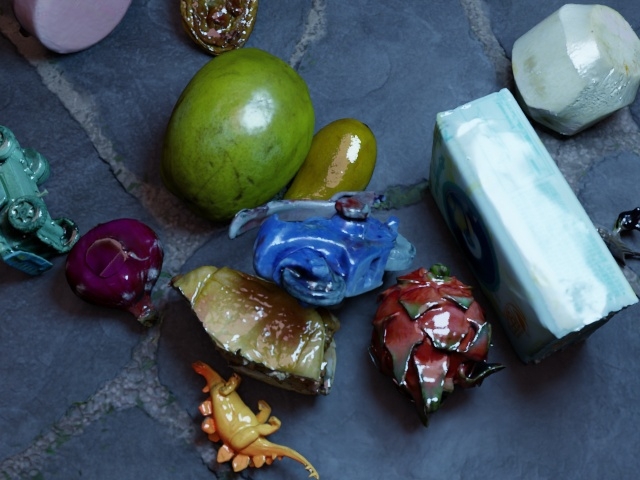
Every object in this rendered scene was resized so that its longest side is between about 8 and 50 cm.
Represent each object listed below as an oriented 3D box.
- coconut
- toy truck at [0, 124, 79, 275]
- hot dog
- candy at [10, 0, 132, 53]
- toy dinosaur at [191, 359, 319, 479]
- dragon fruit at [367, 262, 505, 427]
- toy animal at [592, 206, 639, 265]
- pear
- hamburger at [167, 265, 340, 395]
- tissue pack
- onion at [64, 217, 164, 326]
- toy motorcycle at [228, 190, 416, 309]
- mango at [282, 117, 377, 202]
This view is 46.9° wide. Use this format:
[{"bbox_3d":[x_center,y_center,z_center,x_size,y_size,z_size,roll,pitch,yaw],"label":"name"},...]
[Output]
[{"bbox_3d":[0.466,-0.309,1.369,0.241,0.241,0.241,0,70,0],"label":"coconut"},{"bbox_3d":[-0.554,-0.073,1.305,0.156,0.155,0.279,-28,73,-1],"label":"toy truck"},{"bbox_3d":[-0.197,-0.483,1.486,0.160,0.099,0.227,0,72,0],"label":"hot dog"},{"bbox_3d":[-0.470,-0.470,1.404,0.094,0.255,0.255,41,75,14],"label":"candy"},{"bbox_3d":[-0.129,0.312,1.207,0.117,0.070,0.288,-45,72,-4],"label":"toy dinosaur"},{"bbox_3d":[0.178,0.168,1.198,0.192,0.193,0.274,17,68,-25],"label":"dragon fruit"},{"bbox_3d":[0.505,-0.006,1.329,0.202,0.070,0.105,-1,88,-5],"label":"toy animal"},{"bbox_3d":[-0.150,-0.187,1.301,0.253,0.253,0.307,37,83,12],"label":"pear"},{"bbox_3d":[-0.097,0.145,1.222,0.245,0.155,0.282,-20,67,-11],"label":"hamburger"},{"bbox_3d":[0.323,-0.011,1.214,0.162,0.287,0.388,-24,71,-2],"label":"tissue pack"},{"bbox_3d":[-0.341,0.056,1.264,0.173,0.135,0.198,-36,76,-9],"label":"onion"},{"bbox_3d":[-0.003,0.023,1.198,0.241,0.319,0.182,0,101,37],"label":"toy motorcycle"},{"bbox_3d":[0.019,-0.122,1.354,0.136,0.099,0.227,35,81,7],"label":"mango"}]
